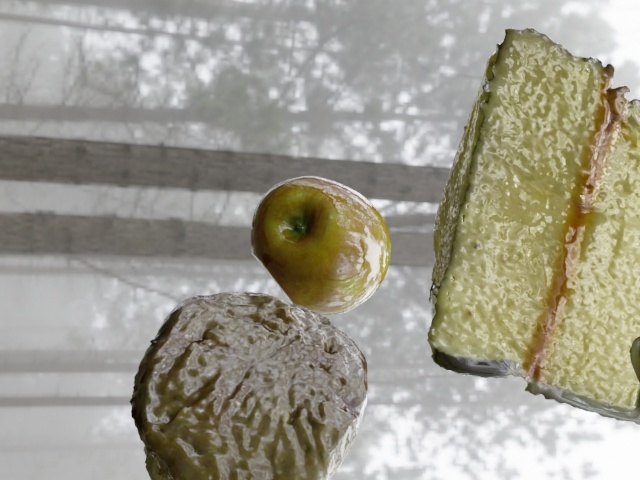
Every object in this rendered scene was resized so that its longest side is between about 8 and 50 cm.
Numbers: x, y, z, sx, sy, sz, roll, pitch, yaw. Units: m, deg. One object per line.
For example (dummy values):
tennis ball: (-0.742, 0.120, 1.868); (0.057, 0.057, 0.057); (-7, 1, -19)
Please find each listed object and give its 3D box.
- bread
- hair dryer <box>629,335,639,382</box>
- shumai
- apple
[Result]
bread: (0.306, 0.005, 1.239); (0.405, 0.346, 0.242); (112, -13, -56)
hair dryer: (0.410, 0.196, 1.098); (0.070, 0.128, 0.255); (-131, -155, -67)
shumai: (-0.038, 0.090, 0.571); (0.105, 0.123, 0.139); (98, -5, -61)
apple: (0.000, 0.000, 0.813); (0.114, 0.099, 0.102); (53, -1, 23)
